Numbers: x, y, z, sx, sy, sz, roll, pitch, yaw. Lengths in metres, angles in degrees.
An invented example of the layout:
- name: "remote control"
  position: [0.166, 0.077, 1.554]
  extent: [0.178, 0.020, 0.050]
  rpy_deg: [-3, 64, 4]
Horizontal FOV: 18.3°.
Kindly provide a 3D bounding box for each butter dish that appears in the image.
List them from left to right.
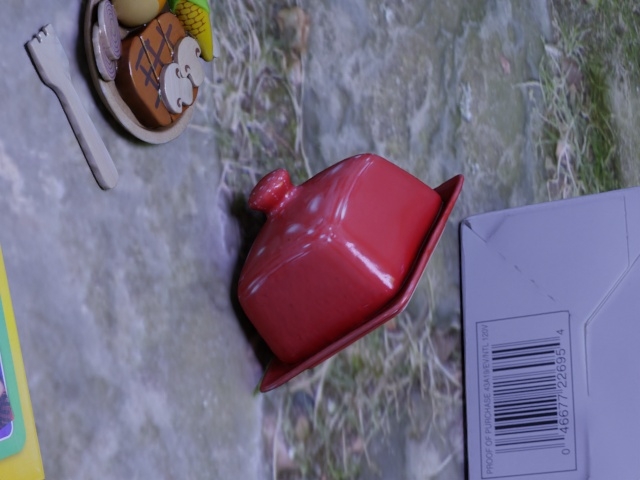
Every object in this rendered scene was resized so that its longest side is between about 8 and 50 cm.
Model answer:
- name: "butter dish"
  position: [0.000, 0.000, 1.362]
  extent: [0.118, 0.160, 0.160]
  rpy_deg: [45, 40, -13]

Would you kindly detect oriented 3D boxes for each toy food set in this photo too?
- name: "toy food set"
  position: [-0.108, -0.128, 1.278]
  extent: [0.132, 0.038, 0.192]
  rpy_deg: [66, 33, -27]

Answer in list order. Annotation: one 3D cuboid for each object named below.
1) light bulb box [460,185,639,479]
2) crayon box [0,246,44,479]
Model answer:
- name: "light bulb box"
  position: [0.302, 0.169, 1.747]
  extent: [0.361, 0.225, 0.358]
  rpy_deg: [25, 61, -57]
- name: "crayon box"
  position: [-0.237, 0.010, 0.970]
  extent: [0.165, 0.081, 0.279]
  rpy_deg: [-17, 98, -60]
